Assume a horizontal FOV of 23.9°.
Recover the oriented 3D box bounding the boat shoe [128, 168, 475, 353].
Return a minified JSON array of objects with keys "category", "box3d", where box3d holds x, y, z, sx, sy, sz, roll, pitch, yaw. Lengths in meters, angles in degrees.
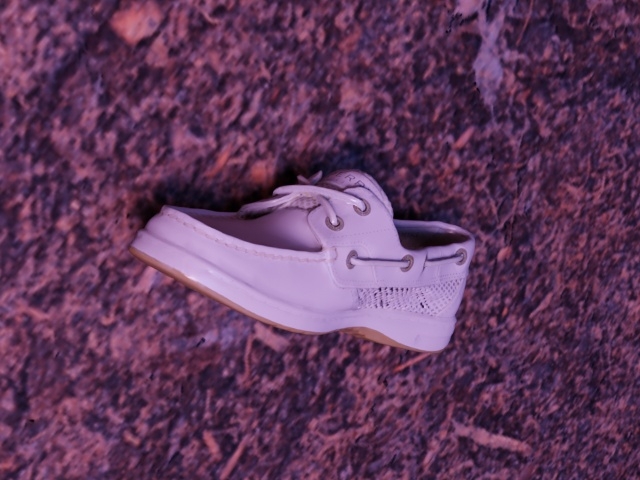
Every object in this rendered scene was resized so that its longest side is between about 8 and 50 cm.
[{"category":"boat shoe","box3d":[0.000,0.000,0.895,0.277,0.098,0.096,13,104,-55]}]
